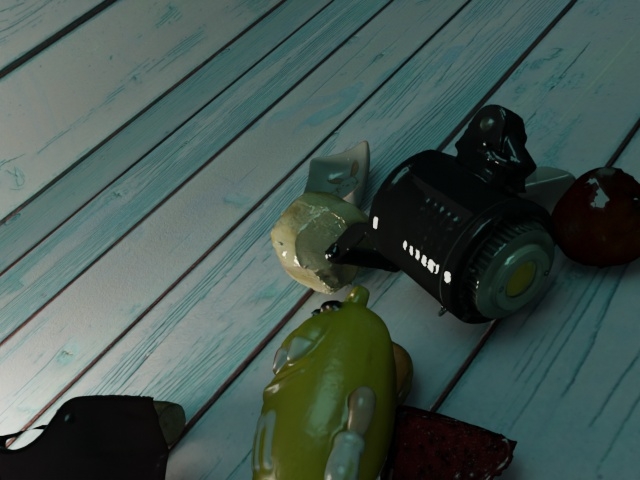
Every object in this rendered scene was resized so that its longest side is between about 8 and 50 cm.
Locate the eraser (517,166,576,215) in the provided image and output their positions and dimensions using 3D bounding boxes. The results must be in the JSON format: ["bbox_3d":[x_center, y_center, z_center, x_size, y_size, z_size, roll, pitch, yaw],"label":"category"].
[{"bbox_3d":[0.277,-0.058,1.240,0.351,0.089,0.061,-14,37,26],"label":"eraser"}]

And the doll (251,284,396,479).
[{"bbox_3d":[-0.016,0.281,0.837,0.348,0.161,0.423,-61,14,25],"label":"doll"}]

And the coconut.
[{"bbox_3d":[0.001,-0.003,1.306,0.194,0.194,0.194,-21,32,14],"label":"coconut"}]

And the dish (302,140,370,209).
[{"bbox_3d":[0.041,-0.117,1.532,0.151,0.077,0.212,-17,33,23],"label":"dish"}]

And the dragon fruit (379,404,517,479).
[{"bbox_3d":[0.155,0.278,0.875,0.161,0.127,0.121,8,84,13],"label":"dragon fruit"}]

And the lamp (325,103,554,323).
[{"bbox_3d":[0.211,0.003,1.074,0.374,0.205,0.272,-50,47,31],"label":"lamp"}]

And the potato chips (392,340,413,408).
[{"bbox_3d":[0.046,0.224,1.046,0.208,0.062,0.195,-17,30,21],"label":"potato chips"}]

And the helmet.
[{"bbox_3d":[-0.372,0.365,1.023,0.338,0.271,0.197,-29,74,-2],"label":"helmet"}]

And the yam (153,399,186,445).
[{"bbox_3d":[-0.296,0.309,1.187,0.127,0.084,0.084,-3,40,30],"label":"yam"}]

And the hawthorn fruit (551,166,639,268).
[{"bbox_3d":[0.415,-0.026,1.053,0.172,0.148,0.148,-36,17,50],"label":"hawthorn fruit"}]
